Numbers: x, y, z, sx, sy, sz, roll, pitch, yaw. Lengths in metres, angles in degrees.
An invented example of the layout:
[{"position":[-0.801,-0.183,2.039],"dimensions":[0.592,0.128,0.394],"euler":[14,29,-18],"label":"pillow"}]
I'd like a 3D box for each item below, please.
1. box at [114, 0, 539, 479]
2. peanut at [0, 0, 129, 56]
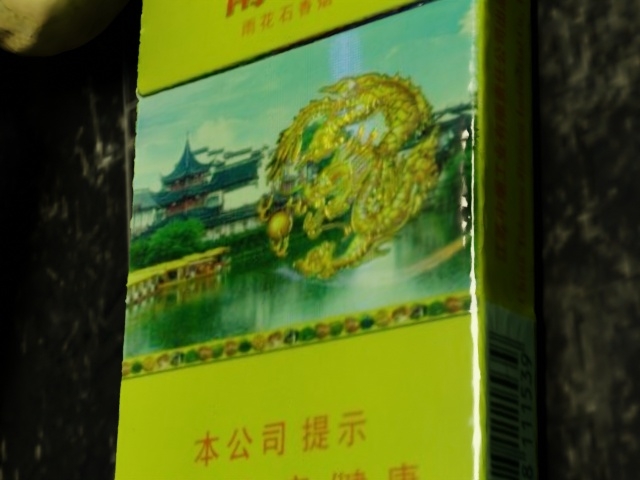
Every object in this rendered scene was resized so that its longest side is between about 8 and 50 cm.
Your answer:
[{"position":[0.000,0.000,0.660],"dimensions":[0.187,0.047,0.335],"euler":[-14,66,38],"label":"box"},{"position":[-0.116,-0.244,0.794],"dimensions":[0.148,0.148,0.318],"euler":[7,87,42],"label":"peanut"}]
